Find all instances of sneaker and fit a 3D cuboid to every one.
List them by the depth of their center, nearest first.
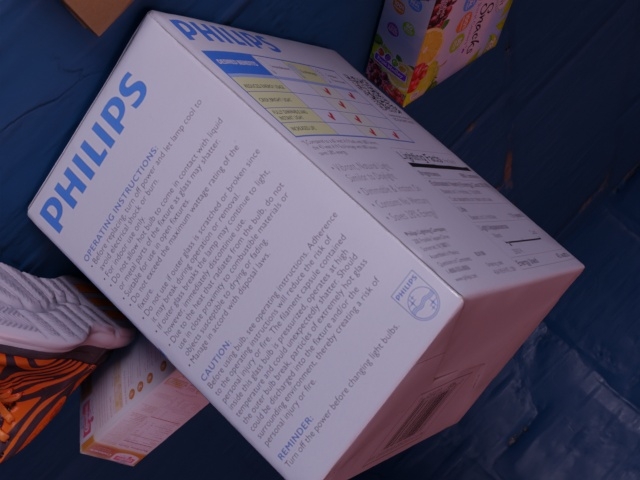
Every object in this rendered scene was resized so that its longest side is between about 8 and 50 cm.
[{"bbox_3d":[-0.290,0.121,1.094,0.180,0.125,0.321,-51,160,5],"label":"sneaker"}]

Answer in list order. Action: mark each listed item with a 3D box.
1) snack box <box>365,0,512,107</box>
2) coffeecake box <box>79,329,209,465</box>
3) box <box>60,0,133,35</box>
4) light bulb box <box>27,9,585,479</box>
[{"bbox_3d":[0.148,-0.273,1.368,0.174,0.070,0.207,-35,158,-33],"label":"snack box"},{"bbox_3d":[-0.169,0.119,1.242,0.068,0.142,0.185,23,131,-34],"label":"coffeecake box"},{"bbox_3d":[-0.146,-0.247,0.863,0.164,0.021,0.201,-48,161,-2],"label":"box"},{"bbox_3d":[0.000,0.000,1.130,0.225,0.361,0.358,-54,160,18],"label":"light bulb box"}]
